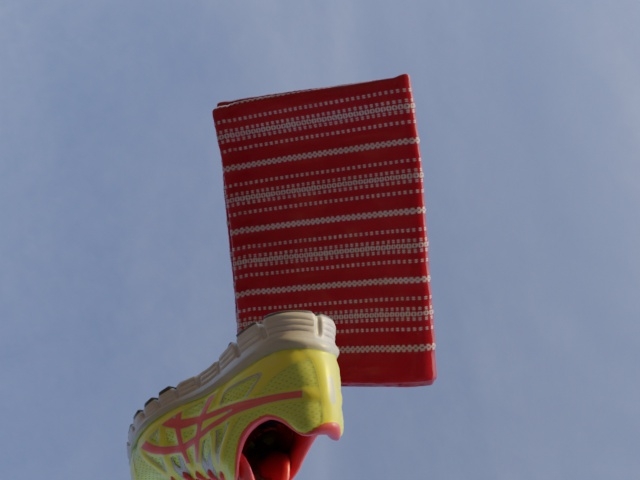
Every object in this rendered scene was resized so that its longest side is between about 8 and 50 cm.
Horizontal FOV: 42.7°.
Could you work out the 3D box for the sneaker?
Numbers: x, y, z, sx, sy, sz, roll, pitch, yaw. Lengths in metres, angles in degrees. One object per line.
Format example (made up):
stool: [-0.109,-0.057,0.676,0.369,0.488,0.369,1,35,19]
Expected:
sneaker: [-0.060,0.136,0.540,0.208,0.081,0.094,-45,-132,32]

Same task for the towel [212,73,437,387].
towel: [0.000,0.000,0.739,0.198,0.031,0.275,-4,-86,23]
